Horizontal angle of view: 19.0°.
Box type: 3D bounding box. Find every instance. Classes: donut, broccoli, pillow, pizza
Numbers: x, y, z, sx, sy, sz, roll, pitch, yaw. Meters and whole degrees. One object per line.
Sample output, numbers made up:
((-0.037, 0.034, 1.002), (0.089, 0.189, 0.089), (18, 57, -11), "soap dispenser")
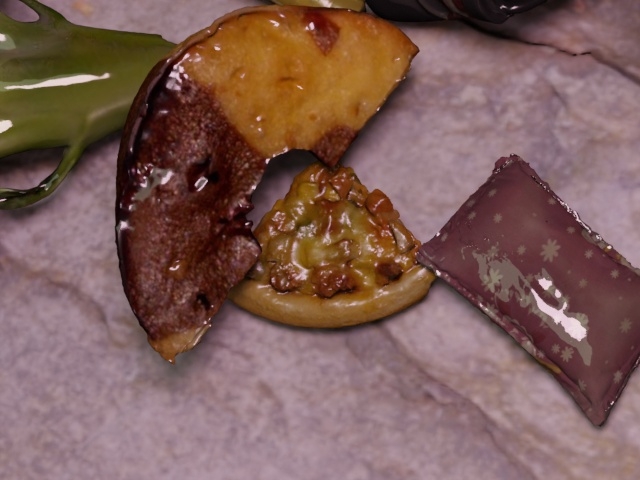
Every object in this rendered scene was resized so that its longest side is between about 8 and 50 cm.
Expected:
((-0.083, -0.072, 1.397), (0.151, 0.112, 0.295), (40, 80, -22), "donut")
((-0.275, -0.132, 1.475), (0.302, 0.186, 0.254), (-30, 88, -26), "broccoli")
((0.167, 0.030, 1.365), (0.185, 0.043, 0.118), (41, 79, 12), "pillow")
((0.000, 0.000, 1.420), (0.175, 0.046, 0.134), (-11, 73, 12), "pizza")

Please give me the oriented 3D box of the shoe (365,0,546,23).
((0.127, -0.208, 1.382), (0.228, 0.099, 0.112), (-23, 35, 23), "shoe")

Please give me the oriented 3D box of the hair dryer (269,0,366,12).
((-0.092, -0.229, 1.481), (0.279, 0.090, 0.135), (34, 118, 6), "hair dryer")
